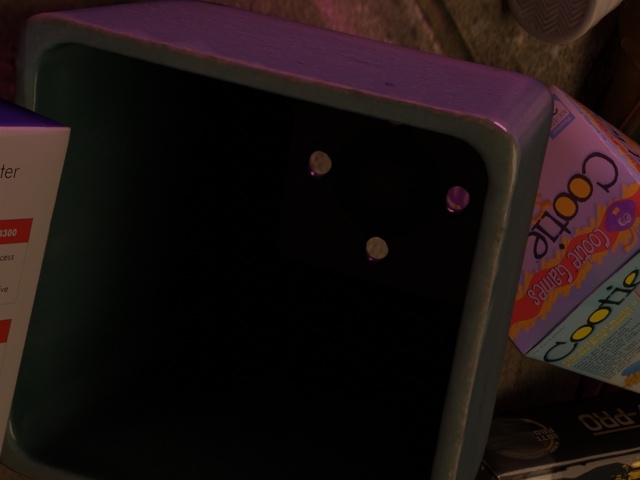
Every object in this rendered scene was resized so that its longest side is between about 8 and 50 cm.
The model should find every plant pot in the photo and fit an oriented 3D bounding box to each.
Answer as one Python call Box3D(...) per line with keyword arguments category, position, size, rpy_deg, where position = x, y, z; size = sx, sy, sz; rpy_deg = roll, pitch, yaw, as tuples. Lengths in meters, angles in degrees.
Box3D(category="plant pot", position=(0.000, 0.000, 0.869), size=(0.252, 0.247, 0.247), rpy_deg=(-38, 140, -63))

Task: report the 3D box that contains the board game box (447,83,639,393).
Box3D(category="board game box", position=(0.221, 0.011, 1.219), size=(0.144, 0.142, 0.275), rpy_deg=(-44, 150, 15))

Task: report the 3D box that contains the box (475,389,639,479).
Box3D(category="box", position=(0.250, 0.320, 1.420), size=(0.318, 0.097, 0.395), rpy_deg=(-5, 118, -20))

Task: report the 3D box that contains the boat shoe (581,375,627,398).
Box3D(category="boat shoe", position=(0.280, 0.206, 1.490), size=(0.110, 0.104, 0.307), rpy_deg=(3, 107, -55))

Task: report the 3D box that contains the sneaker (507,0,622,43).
Box3D(category="sneaker", position=(0.220, -0.296, 1.116), size=(0.169, 0.108, 0.293), rpy_deg=(-32, 143, -43))

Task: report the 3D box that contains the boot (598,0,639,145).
Box3D(category="boot", position=(0.273, -0.182, 1.267), size=(0.112, 0.115, 0.305), rpy_deg=(-24, 147, -55))

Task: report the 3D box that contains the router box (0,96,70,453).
Box3D(category="router box", position=(-0.277, 0.081, 0.665), size=(0.335, 0.082, 0.301), rpy_deg=(-3, 112, -53))
